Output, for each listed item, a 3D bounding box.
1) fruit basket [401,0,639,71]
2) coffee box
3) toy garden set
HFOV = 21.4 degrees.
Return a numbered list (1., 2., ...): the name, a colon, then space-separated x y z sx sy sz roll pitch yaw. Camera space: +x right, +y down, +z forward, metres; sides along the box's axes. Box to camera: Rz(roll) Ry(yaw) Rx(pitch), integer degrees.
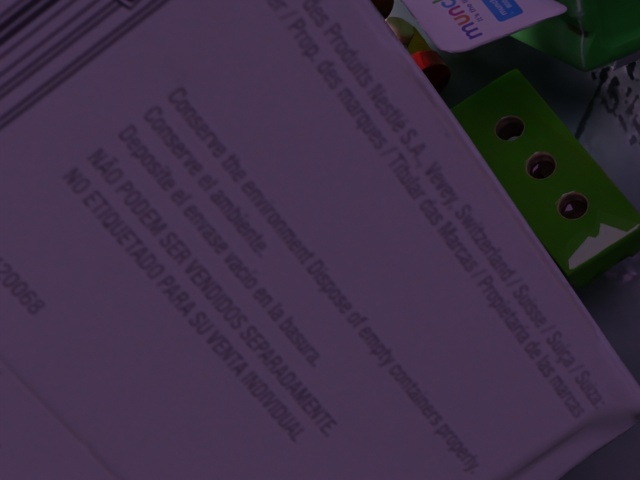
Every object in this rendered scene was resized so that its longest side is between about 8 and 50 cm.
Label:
1. fruit basket: 0.130 -0.240 0.875 0.327 0.165 0.353 -24 40 -11
2. coffee box: -0.163 -0.028 0.589 0.338 0.337 0.334 -37 29 1
3. toy garden set: 0.000 0.000 0.812 0.244 0.049 0.204 -33 58 -2
